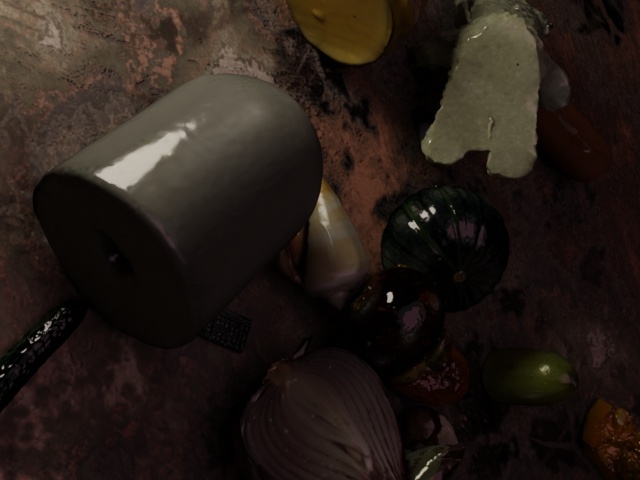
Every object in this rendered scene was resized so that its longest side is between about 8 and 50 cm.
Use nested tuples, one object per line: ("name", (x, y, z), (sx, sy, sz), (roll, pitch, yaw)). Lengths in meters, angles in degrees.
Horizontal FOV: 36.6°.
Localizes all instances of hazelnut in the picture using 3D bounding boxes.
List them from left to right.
("hazelnut", (0.184, 0.345, 1.779), (0.086, 0.086, 0.086), (8, 76, -34))

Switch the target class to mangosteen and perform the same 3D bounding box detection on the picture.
("mangosteen", (0.145, 0.155, 1.657), (0.217, 0.192, 0.192), (40, 60, -13))

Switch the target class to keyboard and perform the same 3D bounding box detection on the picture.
("keyboard", (-0.203, 0.123, 1.584), (0.204, 0.013, 0.061), (26, 67, -29))

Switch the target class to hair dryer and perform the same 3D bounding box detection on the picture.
("hair dryer", (0.244, -0.207, 1.961), (0.114, 0.037, 0.063), (-6, 86, -43))

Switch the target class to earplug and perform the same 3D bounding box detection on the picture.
("earplug", (-0.183, -0.076, 1.464), (0.394, 0.313, 0.312), (-45, 107, -36))

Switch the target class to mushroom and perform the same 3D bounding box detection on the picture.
("mushroom", (0.238, 0.378, 1.843), (0.049, 0.019, 0.101), (-10, 84, -37))

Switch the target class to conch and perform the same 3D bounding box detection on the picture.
("conch", (0.002, 0.006, 1.705), (0.158, 0.127, 0.255), (-11, 62, 4))

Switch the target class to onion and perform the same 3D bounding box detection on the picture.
("onion", (0.022, 0.352, 1.558), (0.267, 0.159, 0.348), (-34, 70, -23))

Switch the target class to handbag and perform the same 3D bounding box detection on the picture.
("handbag", (0.123, 0.429, 1.616), (0.127, 0.235, 0.213), (37, 62, -24))

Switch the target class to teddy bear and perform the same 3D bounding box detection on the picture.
("teddy bear", (0.343, -0.335, 1.967), (0.327, 0.362, 0.375), (12, 101, 0))

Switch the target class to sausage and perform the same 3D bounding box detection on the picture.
("sausage", (0.507, -0.253, 2.101), (0.304, 0.121, 0.121), (40, 60, -23))

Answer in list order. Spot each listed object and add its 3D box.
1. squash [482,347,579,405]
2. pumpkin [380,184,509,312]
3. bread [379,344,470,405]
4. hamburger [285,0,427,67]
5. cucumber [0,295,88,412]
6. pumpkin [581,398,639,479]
("squash", (0.422, 0.272, 1.899), (0.123, 0.187, 0.123), (3, 85, -37))
("pumpkin", (0.230, 0.014, 1.811), (0.250, 0.216, 0.249), (-4, 106, -13))
("bread", (0.167, 0.212, 1.782), (0.269, 0.095, 0.139), (37, 54, -19))
("hamburger", (0.085, -0.485, 1.766), (0.237, 0.276, 0.276), (-47, 108, -30))
("cucumber", (-0.412, 0.156, 1.402), (0.052, 0.058, 0.214), (46, 56, -12))
("pumpkin", (0.703, 0.469, 2.050), (0.280, 0.190, 0.139), (49, 58, -16))
